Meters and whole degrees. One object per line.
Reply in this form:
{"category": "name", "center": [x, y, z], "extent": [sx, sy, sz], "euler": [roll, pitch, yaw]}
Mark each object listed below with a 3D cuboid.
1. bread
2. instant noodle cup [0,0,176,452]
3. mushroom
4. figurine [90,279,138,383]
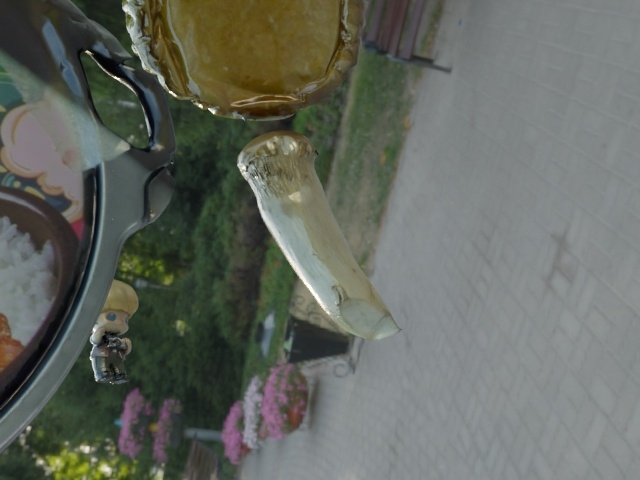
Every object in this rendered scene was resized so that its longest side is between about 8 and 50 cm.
{"category": "bread", "center": [-0.068, -0.244, 0.718], "extent": [0.142, 0.227, 0.253], "euler": [-116, 29, -60]}
{"category": "instant noodle cup", "center": [-0.233, -0.011, 0.330], "extent": [0.181, 0.302, 0.258], "euler": [-15, 77, 61]}
{"category": "mushroom", "center": [0.000, 0.000, 0.683], "extent": [0.209, 0.071, 0.084], "euler": [60, 175, 0]}
{"category": "figurine", "center": [-0.393, 0.165, 1.431], "extent": [0.108, 0.114, 0.196], "euler": [-41, 50, 37]}
